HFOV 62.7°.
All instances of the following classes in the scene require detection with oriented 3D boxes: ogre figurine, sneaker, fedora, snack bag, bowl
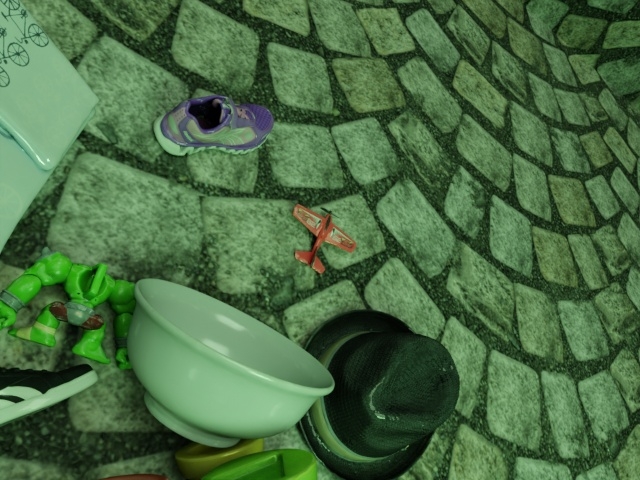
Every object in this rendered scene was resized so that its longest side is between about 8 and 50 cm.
[{"bbox_3d":[-0.318,0.090,0.695,0.197,0.097,0.118,22,68,-14],"label":"ogre figurine"},{"bbox_3d":[-0.387,0.158,0.618,0.217,0.079,0.121,-18,82,-39],"label":"sneaker"},{"bbox_3d":[0.124,0.252,0.903,0.334,0.152,0.334,16,60,-30],"label":"fedora"},{"bbox_3d":[-0.437,-0.196,0.640,0.343,0.037,0.323,-81,153,-42],"label":"snack bag"},{"bbox_3d":[-0.171,-0.214,0.940,0.236,0.104,0.095,-16,78,-41],"label":"sneaker"},{"bbox_3d":[-0.139,0.177,0.702,0.298,0.298,0.134,28,89,-23],"label":"bowl"}]

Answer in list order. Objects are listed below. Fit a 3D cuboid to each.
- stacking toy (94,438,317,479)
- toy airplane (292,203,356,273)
[{"bbox_3d":[-0.150,0.333,0.593,0.309,0.279,0.130,-7,84,-39],"label":"stacking toy"},{"bbox_3d":[0.000,0.000,1.013,0.151,0.028,0.151,15,60,-29],"label":"toy airplane"}]
